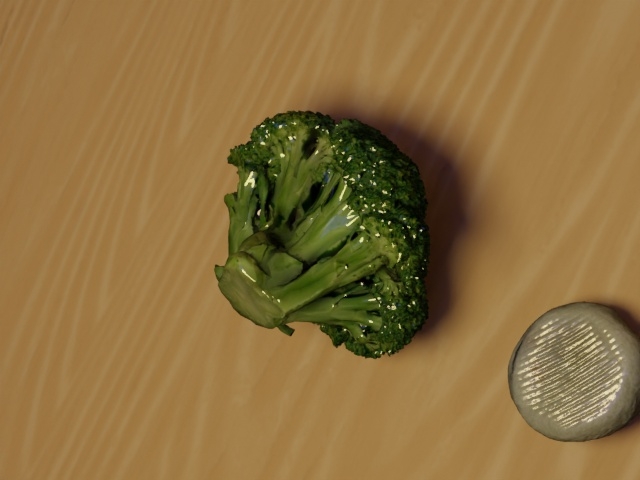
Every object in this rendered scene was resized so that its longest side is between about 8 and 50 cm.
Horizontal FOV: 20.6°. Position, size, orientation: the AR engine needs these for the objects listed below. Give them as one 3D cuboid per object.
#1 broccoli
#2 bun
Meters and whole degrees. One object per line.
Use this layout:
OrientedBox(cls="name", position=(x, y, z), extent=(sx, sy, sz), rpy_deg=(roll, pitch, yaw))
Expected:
OrientedBox(cls="broccoli", position=(0.000, 0.000, 1.750), extent=(0.269, 0.241, 0.261), rpy_deg=(42, 143, 8))
OrientedBox(cls="bun", position=(0.254, 0.131, 1.712), extent=(0.141, 0.083, 0.140), rpy_deg=(-6, 75, 24))
